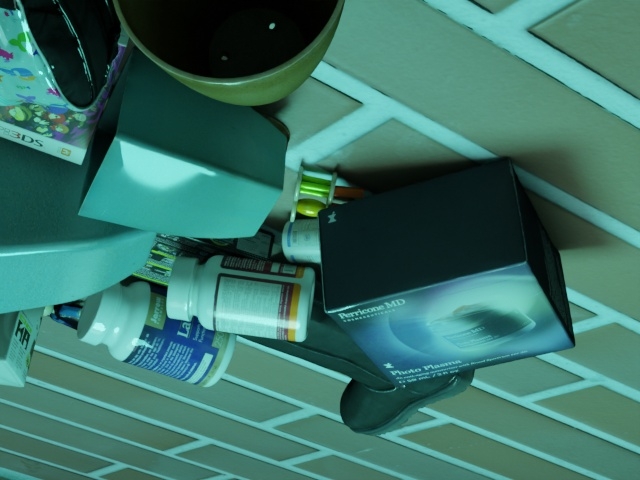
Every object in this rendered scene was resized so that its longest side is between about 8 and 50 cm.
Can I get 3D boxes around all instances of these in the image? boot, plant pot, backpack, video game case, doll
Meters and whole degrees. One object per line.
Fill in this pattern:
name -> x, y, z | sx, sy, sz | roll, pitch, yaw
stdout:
boot -> 0.001, 0.207, 2.259 | 0.445, 0.146, 0.367 | 20, 142, -29
plant pot -> -0.172, -0.104, 1.623 | 0.234, 0.165, 0.166 | 19, 136, -18
backpack -> -0.313, -0.263, 1.324 | 0.191, 0.225, 0.253 | 2, 151, 17
plant pot -> -0.082, -0.243, 1.333 | 0.237, 0.237, 0.254 | 7, 170, 5
video game case -> -0.371, -0.215, 1.573 | 0.210, 0.042, 0.232 | 20, 136, -13
plant pot -> -0.369, -0.050, 1.779 | 0.252, 0.247, 0.248 | -2, 157, -17
doll -> -0.472, 0.157, 2.433 | 0.189, 0.046, 0.129 | 27, 159, -20

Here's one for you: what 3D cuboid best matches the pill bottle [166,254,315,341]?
pill bottle -> -0.124, 0.088, 1.958 | 0.221, 0.121, 0.121 | 8, 154, 3

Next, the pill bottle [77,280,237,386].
pill bottle -> -0.299, 0.163, 2.267 | 0.264, 0.153, 0.153 | 20, 152, -23

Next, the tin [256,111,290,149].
tin -> -0.137, -0.140, 1.736 | 0.189, 0.040, 0.106 | 2, 157, 15

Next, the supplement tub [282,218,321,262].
supplement tub -> 0.000, 0.000, 1.934 | 0.107, 0.071, 0.071 | -1, 152, 21

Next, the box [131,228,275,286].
box -> -0.241, 0.009, 2.045 | 0.270, 0.060, 0.216 | 19, 153, -19

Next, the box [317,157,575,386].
box -> 0.186, 0.059, 1.811 | 0.296, 0.183, 0.294 | -15, 146, 18

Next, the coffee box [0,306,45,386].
coffee box -> -0.530, 0.069, 1.987 | 0.168, 0.297, 0.119 | 7, 153, 7

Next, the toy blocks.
toy blocks -> 0.034, -0.055, 1.828 | 0.148, 0.054, 0.123 | 10, 155, -2
